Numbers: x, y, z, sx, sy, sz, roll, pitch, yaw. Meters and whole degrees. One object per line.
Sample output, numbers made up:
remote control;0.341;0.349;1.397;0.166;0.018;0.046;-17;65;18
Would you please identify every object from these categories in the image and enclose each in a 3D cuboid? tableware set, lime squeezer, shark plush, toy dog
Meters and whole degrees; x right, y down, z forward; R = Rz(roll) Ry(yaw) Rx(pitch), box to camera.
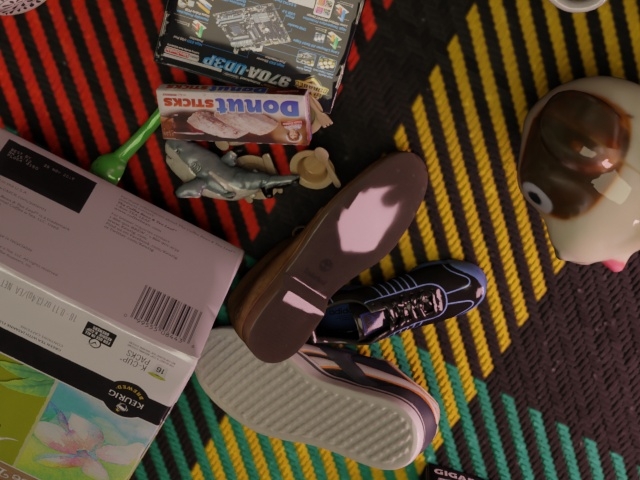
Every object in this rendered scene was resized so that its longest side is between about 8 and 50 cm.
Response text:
tableware set;-0.056;-0.110;1.563;0.169;0.020;0.141;-9;124;26
lime squeezer;-0.232;-0.046;1.624;0.110;0.059;0.310;-6;113;-29
shark plush;-0.108;-0.080;1.563;0.161;0.073;0.067;12;107;18
toy dog;0.420;-0.083;1.440;0.408;0.284;0.395;-3;97;5

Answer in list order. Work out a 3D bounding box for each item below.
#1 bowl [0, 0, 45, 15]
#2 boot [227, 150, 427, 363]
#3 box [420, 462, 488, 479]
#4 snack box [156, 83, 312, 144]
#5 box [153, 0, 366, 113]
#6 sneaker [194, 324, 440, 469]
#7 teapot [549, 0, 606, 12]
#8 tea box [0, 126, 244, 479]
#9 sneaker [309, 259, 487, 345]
bowl;-0.378;-0.332;1.502;0.170;0.080;0.170;1;111;3
boot;0.000;0.000;1.592;0.305;0.115;0.112;-47;124;-1
box;0.235;0.473;1.768;0.293;0.073;0.295;16;111;-3
snack box;-0.099;-0.146;1.525;0.178;0.022;0.064;3;121;14
box;-0.066;-0.261;1.522;0.220;0.051;0.175;16;111;-2
sneaker;-0.002;0.192;1.661;0.321;0.127;0.126;23;106;22
teapot;0.393;-0.310;1.374;0.252;0.256;0.187;-16;119;-38
tea box;-0.318;0.105;1.554;0.329;0.220;0.323;27;127;-6
sneaker;0.092;0.085;1.620;0.232;0.090;0.081;-13;109;9
